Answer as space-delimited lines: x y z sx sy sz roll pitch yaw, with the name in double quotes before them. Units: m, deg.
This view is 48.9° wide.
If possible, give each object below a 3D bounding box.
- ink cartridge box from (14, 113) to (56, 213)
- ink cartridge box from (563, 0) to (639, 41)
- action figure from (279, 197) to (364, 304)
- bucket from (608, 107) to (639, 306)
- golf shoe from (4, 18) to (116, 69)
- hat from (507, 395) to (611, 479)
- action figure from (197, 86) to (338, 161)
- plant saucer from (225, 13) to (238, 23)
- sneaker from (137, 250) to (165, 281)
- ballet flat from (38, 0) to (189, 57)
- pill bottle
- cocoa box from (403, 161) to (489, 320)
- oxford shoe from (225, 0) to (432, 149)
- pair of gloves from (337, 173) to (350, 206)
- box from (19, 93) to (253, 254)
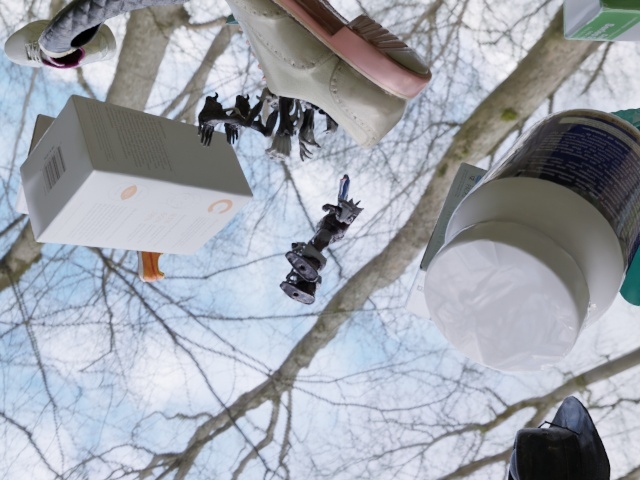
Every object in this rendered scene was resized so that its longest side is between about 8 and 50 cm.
"ink cartridge box" -0.554 -0.145 1.580 0.211 0.289 0.121 13 -114 -24
"ink cartridge box" 0.356 -0.280 0.692 0.213 0.093 0.154 0 -95 -3
"action figure" 0.000 0.000 1.466 0.099 0.185 0.285 30 -143 -2
"bucket" 0.438 -0.040 0.953 0.281 0.281 0.183 20 -113 -21
"golf shoe" -0.653 -0.469 1.703 0.306 0.115 0.140 -1 -151 18
"hat" 0.439 0.456 1.388 0.134 0.331 0.331 10 -128 0
"action figure" -0.048 -0.192 1.120 0.164 0.276 0.140 -4 -90 -62
"plant saucer" -0.082 -0.408 1.289 0.192 0.067 0.018 -16 -77 -45
"sneaker" -0.363 0.000 1.504 0.068 0.064 0.175 -7 -81 -14
"ballet flat" -0.168 -0.178 0.556 0.049 0.173 0.057 53 -136 -26
"pill bottle" 0.204 -0.007 0.634 0.153 0.153 0.265 46 -136 2
"cocoa box" 0.322 0.043 1.398 0.228 0.347 0.231 22 -106 8
"oxford shoe" -0.058 -0.264 0.894 0.397 0.146 0.140 38 -149 7
"pair of gloves" 0.057 -0.090 1.825 0.023 0.159 0.198 8 -171 6
"box" -0.338 -0.107 1.316 0.345 0.215 0.168 8 -129 -48
